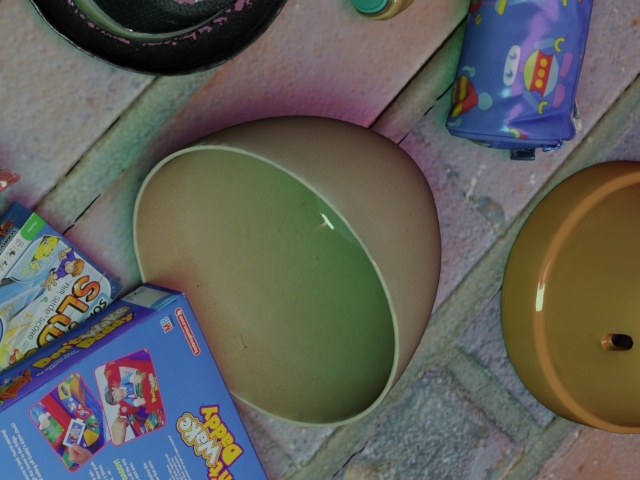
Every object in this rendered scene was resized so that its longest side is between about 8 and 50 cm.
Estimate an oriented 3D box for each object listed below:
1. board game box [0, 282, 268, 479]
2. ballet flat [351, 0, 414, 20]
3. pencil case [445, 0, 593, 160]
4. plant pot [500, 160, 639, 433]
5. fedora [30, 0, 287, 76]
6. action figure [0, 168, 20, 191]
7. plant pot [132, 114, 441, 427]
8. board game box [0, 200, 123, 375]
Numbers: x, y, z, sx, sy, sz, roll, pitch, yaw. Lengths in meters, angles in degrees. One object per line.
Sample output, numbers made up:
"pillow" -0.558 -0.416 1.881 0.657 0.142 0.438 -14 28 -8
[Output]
"board game box" -0.165 0.247 1.486 0.233 0.078 0.347 -32 112 -26
"ballet flat" 0.054 -0.327 1.564 0.073 0.080 0.232 -19 111 -51
"pencil case" 0.213 -0.230 1.615 0.133 0.119 0.306 11 94 -3
"plant pot" 0.359 0.070 1.688 0.291 0.203 0.290 -4 99 -25
"fedora" -0.113 -0.307 1.431 0.334 0.152 0.334 -4 100 -25
"action figure" -0.430 -0.059 1.337 0.370 0.248 0.275 -3 59 -36
"plant pot" 0.000 0.000 1.491 0.191 0.284 0.284 -40 115 -42
"board game box" -0.281 0.083 1.452 0.201 0.035 0.136 -54 136 -9
